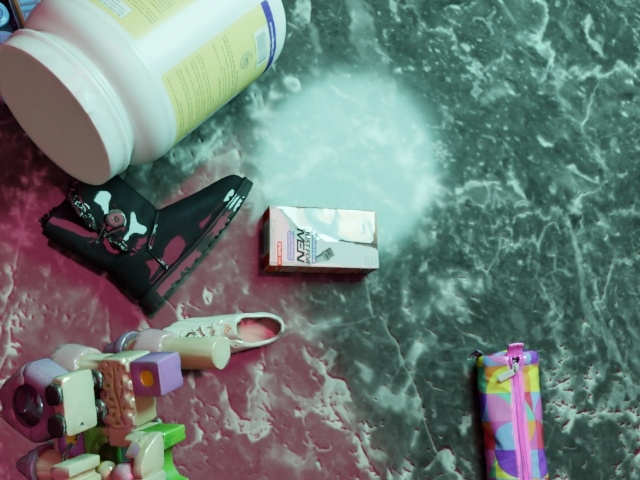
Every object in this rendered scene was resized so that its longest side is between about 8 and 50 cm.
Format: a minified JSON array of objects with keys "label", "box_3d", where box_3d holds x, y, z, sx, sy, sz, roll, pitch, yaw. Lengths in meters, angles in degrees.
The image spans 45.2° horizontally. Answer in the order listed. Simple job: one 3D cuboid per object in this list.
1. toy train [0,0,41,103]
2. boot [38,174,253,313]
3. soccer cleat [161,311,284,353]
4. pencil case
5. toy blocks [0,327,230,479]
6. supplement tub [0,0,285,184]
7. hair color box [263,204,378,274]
[{"label":"toy train","box_3d":[-0.416,-0.270,1.091,0.105,0.080,0.184,-19,83,-24]},{"label":"boot","box_3d":[-0.241,-0.050,1.078,0.207,0.094,0.246,41,78,-7]},{"label":"soccer cleat","box_3d":[-0.144,0.133,1.075,0.196,0.076,0.068,-10,81,-16]},{"label":"pencil case","box_3d":[0.286,0.275,1.148,0.104,0.104,0.237,-1,79,-15]},{"label":"toy blocks","box_3d":[-0.283,0.260,0.915,0.259,0.309,0.289,-3,92,26]},{"label":"supplement tub","box_3d":[-0.232,-0.251,1.023,0.241,0.241,0.331,45,60,-2]},{"label":"hair color box","box_3d":[0.000,0.000,1.154,0.167,0.053,0.093,2,77,-16]}]
